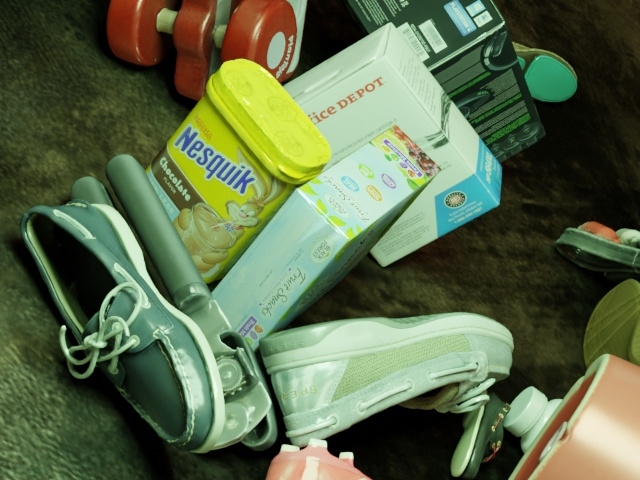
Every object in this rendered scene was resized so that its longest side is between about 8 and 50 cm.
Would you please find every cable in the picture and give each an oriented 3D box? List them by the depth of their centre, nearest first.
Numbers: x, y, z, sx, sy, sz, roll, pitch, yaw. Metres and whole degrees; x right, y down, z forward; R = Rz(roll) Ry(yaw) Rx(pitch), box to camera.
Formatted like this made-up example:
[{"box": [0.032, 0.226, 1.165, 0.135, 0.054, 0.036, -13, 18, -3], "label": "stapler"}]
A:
[{"box": [0.365, 0.008, 1.770, 0.139, 0.072, 0.287, 25, -7, -10], "label": "cable"}]

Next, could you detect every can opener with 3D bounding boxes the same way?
[{"box": [-0.122, 0.059, 1.326, 0.283, 0.076, 0.095, 60, 4, 27], "label": "can opener"}]

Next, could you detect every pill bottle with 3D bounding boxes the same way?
[{"box": [0.240, 0.199, 1.528, 0.120, 0.067, 0.067, 38, 32, -8], "label": "pill bottle"}]

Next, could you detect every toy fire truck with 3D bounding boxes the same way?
[{"box": [-0.076, -0.291, 1.576, 0.169, 0.302, 0.254, 16, 23, 21], "label": "toy fire truck"}]

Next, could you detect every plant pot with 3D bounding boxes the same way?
[{"box": [0.299, 0.246, 1.377, 0.243, 0.275, 0.275, 35, 32, 5], "label": "plant pot"}]

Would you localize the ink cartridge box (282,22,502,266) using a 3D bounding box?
[{"box": [0.067, -0.095, 1.567, 0.203, 0.148, 0.086, 51, 28, -21], "label": "ink cartridge box"}]

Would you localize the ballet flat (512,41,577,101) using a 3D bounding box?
[{"box": [0.260, -0.238, 2.071, 0.206, 0.073, 0.067, 15, 26, -41], "label": "ballet flat"}]

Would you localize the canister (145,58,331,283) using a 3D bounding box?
[{"box": [-0.085, -0.058, 1.387, 0.126, 0.170, 0.073, 50, 33, 13], "label": "canister"}]

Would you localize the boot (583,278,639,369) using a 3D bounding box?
[{"box": [0.399, 0.172, 1.708, 0.203, 0.095, 0.262, 33, 25, -22], "label": "boot"}]

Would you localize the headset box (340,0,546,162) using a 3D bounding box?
[{"box": [0.125, -0.227, 1.755, 0.246, 0.131, 0.283, 61, 4, 29], "label": "headset box"}]

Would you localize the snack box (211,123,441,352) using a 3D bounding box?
[{"box": [0.000, 0.000, 1.406, 0.070, 0.174, 0.207, 45, 34, 7], "label": "snack box"}]

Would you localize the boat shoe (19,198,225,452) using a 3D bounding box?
[{"box": [-0.160, 0.064, 1.233, 0.079, 0.095, 0.254, 3, 47, -47], "label": "boat shoe"}]

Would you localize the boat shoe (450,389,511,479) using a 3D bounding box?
[{"box": [0.153, 0.186, 1.467, 0.042, 0.049, 0.133, 32, 28, 0], "label": "boat shoe"}]

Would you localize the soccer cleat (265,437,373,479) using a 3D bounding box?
[{"box": [0.055, 0.244, 1.284, 0.248, 0.083, 0.095, 28, 62, -29], "label": "soccer cleat"}]

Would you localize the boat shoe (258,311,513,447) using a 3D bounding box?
[{"box": [0.069, 0.124, 1.398, 0.320, 0.118, 0.103, 4, 74, -54], "label": "boat shoe"}]
